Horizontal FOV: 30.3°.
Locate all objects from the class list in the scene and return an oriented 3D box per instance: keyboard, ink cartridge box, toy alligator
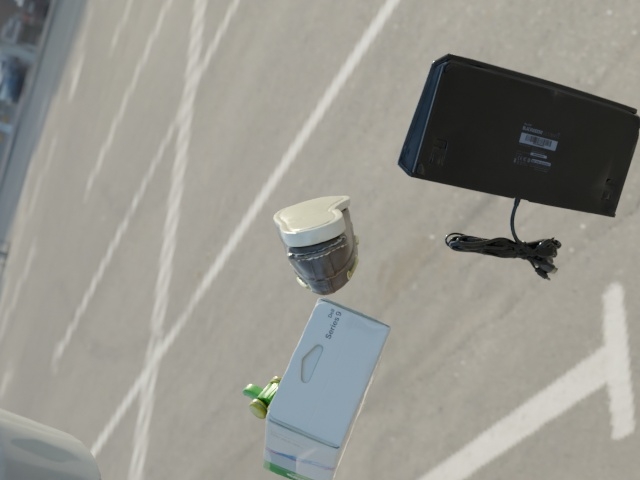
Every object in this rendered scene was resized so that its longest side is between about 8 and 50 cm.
[{"bbox_3d":[0.201,-0.065,1.198,0.033,0.317,0.201,26,103,50],"label":"keyboard"},{"bbox_3d":[0.003,0.180,1.338,0.212,0.093,0.154,95,-162,-64],"label":"ink cartridge box"},{"bbox_3d":[-0.033,0.218,1.544,0.190,0.051,0.056,0,39,49],"label":"toy alligator"}]

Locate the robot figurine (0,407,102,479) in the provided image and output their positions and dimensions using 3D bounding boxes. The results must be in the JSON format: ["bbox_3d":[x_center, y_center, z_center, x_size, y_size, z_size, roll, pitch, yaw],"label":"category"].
[{"bbox_3d":[-0.371,0.274,1.245,0.200,0.353,0.300,-41,51,9],"label":"robot figurine"}]

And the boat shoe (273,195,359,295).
[{"bbox_3d":[0.000,0.000,1.691,0.324,0.117,0.096,-99,-7,-80],"label":"boat shoe"}]
